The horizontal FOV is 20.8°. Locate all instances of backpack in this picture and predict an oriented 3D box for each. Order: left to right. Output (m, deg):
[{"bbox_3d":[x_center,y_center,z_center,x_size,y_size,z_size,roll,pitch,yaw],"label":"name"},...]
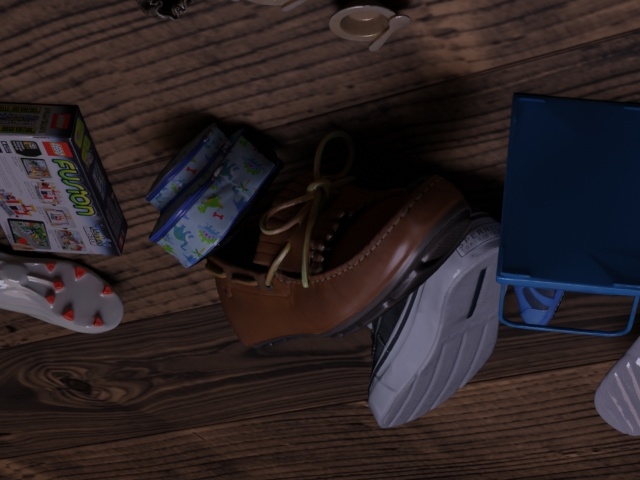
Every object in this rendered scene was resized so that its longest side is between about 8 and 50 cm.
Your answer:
[{"bbox_3d":[-0.104,-0.039,1.534,0.084,0.114,0.105,38,145,-9],"label":"backpack"}]

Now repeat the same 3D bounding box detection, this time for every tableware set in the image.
[{"bbox_3d":[0.023,-0.193,1.304,0.168,0.020,0.141,11,155,-29],"label":"tableware set"}]

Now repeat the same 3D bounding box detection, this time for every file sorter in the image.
[{"bbox_3d":[0.209,-0.017,1.435,0.118,0.170,0.104,5,152,6],"label":"file sorter"}]

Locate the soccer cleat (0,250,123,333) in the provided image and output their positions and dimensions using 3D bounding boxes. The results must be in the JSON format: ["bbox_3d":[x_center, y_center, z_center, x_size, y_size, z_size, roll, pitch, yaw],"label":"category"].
[{"bbox_3d":[-0.299,0.048,1.794,0.196,0.068,0.076,18,164,-13],"label":"soccer cleat"}]

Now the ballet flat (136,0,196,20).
[{"bbox_3d":[-0.074,-0.228,1.254,0.084,0.058,0.250,22,148,-23],"label":"ballet flat"}]

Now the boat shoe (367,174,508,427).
[{"bbox_3d":[0.100,0.056,1.656,0.121,0.119,0.335,-21,152,-26],"label":"boat shoe"}]

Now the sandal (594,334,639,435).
[{"bbox_3d":[0.356,0.088,1.667,0.102,0.076,0.265,39,132,-3],"label":"sandal"}]

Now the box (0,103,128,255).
[{"bbox_3d":[-0.258,-0.054,1.626,0.114,0.036,0.207,3,150,9],"label":"box"}]

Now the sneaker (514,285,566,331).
[{"bbox_3d":[0.200,0.012,1.601,0.082,0.069,0.209,23,153,9],"label":"sneaker"}]

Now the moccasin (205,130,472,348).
[{"bbox_3d":[0.002,-0.002,1.521,0.147,0.139,0.380,55,159,-8],"label":"moccasin"}]
